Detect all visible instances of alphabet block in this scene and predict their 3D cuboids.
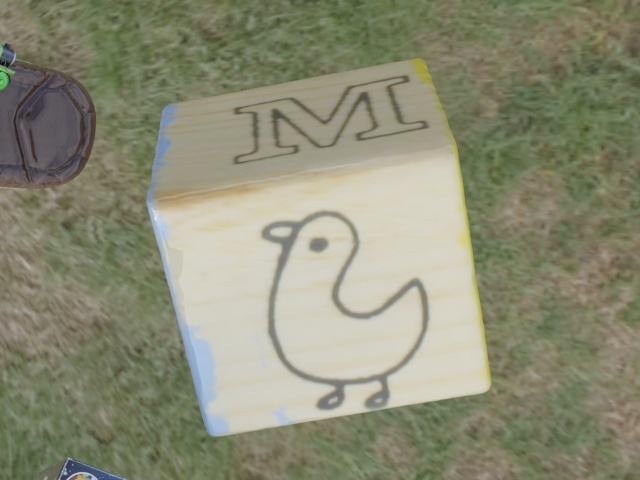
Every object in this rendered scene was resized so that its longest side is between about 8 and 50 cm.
[{"bbox_3d":[0.000,0.000,0.971,0.197,0.193,0.192,-11,117,2],"label":"alphabet block"}]

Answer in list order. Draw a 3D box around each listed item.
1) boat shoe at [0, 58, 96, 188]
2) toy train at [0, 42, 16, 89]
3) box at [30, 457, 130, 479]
[{"bbox_3d":[-0.244,-0.075,0.714,0.257,0.095,0.095,18,85,-47],"label":"boat shoe"},{"bbox_3d":[-0.183,-0.097,0.677,0.083,0.017,0.023,23,92,-49],"label":"toy train"},{"bbox_3d":[-0.177,0.220,0.847,0.044,0.233,0.159,23,73,-11],"label":"box"}]
